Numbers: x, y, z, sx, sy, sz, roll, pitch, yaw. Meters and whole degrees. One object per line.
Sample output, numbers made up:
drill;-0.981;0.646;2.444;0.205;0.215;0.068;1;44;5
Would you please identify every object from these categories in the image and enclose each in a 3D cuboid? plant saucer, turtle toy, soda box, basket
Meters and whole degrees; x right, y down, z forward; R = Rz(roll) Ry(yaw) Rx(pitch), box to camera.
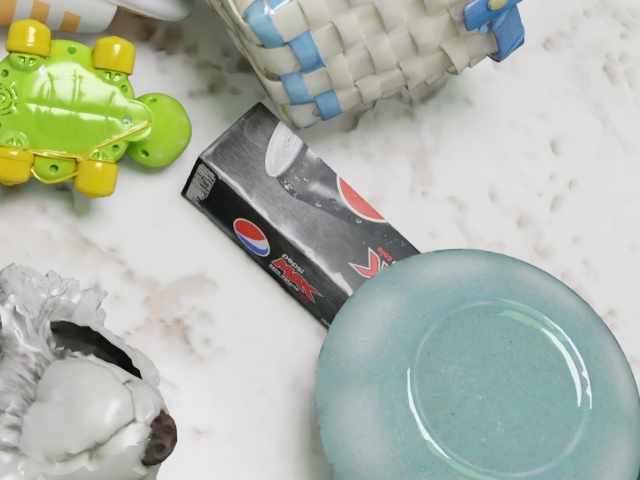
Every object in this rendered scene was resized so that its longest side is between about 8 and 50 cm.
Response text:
plant saucer;0.095;0.086;0.820;0.195;0.037;0.195;5;65;-12
turtle toy;-0.138;-0.072;0.869;0.130;0.066;0.095;10;88;-15
soda box;0.000;0.000;0.886;0.169;0.053;0.060;43;63;4
basket;0.049;-0.227;0.885;0.289;0.201;0.255;-32;60;4

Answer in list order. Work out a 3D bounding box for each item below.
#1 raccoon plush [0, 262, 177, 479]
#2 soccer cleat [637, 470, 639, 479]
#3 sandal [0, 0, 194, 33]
raccoon plush;-0.275;0.034;0.764;0.446;0.299;0.216;25;75;31
soccer cleat;0.166;0.161;0.862;0.179;0.060;0.072;-35;82;-29
sandal;-0.206;-0.179;0.888;0.265;0.076;0.102;17;39;-22
